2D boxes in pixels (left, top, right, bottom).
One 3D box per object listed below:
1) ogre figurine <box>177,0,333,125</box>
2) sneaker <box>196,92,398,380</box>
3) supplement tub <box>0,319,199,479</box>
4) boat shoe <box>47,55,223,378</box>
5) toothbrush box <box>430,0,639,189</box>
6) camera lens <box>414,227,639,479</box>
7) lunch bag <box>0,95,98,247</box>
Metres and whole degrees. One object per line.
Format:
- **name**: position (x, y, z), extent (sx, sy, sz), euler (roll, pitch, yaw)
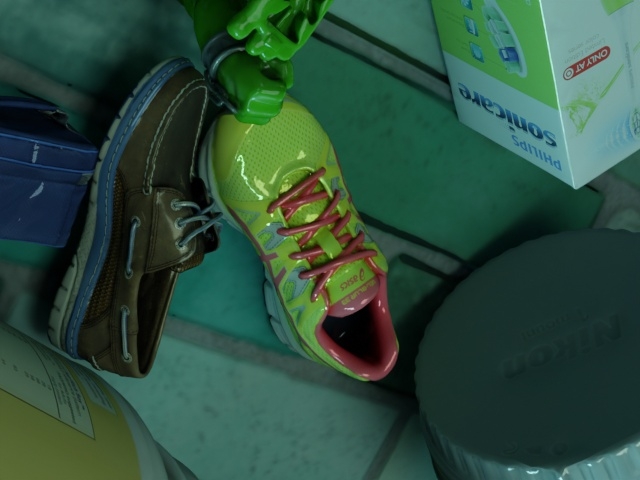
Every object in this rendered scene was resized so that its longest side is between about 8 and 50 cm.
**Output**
- **ogre figurine**: position (-0.034, -0.168, 0.792), extent (0.097, 0.118, 0.197), euler (-19, 123, -22)
- **sneaker**: position (0.000, 0.000, 0.924), extent (0.081, 0.094, 0.208), euler (-36, 129, -14)
- **supplement tub**: position (-0.219, 0.132, 0.731), extent (0.241, 0.241, 0.331), euler (-53, 135, -1)
- **boat shoe**: position (-0.088, -0.009, 0.862), extent (0.066, 0.066, 0.183), euler (-28, 142, -61)
- **toothbrush box**: position (0.166, -0.208, 0.915), extent (0.206, 0.122, 0.283), euler (-31, 130, -19)
- **camera lens**: position (0.200, 0.154, 1.069), extent (0.219, 0.219, 0.274), euler (-39, 131, -13)
- **lunch bag**: position (-0.160, -0.040, 0.802), extent (0.098, 0.067, 0.065), euler (7, 111, -42)
